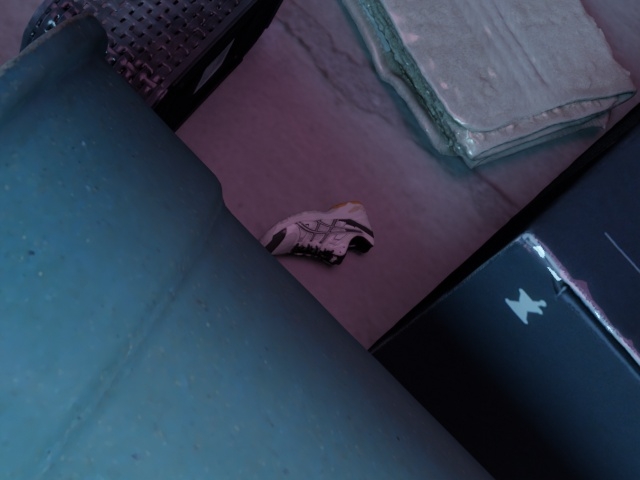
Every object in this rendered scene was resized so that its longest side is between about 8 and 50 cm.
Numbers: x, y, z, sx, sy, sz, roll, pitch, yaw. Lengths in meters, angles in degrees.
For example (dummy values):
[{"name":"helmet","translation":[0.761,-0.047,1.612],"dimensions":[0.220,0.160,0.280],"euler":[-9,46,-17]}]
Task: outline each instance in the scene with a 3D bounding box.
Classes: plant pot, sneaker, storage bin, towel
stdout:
[{"name":"plant pot","translation":[-0.077,0.146,0.461],"dimensions":[0.334,0.341,0.341],"euler":[40,57,-11]},{"name":"sneaker","translation":[0.000,0.000,0.715],"dimensions":[0.083,0.032,0.037],"euler":[-16,73,-28]},{"name":"storage bin","translation":[-0.098,-0.130,0.681],"dimensions":[0.084,0.122,0.180],"euler":[39,58,-1]},{"name":"towel","translation":[0.107,-0.193,0.845],"dimensions":[0.187,0.049,0.282],"euler":[-18,74,-30]}]

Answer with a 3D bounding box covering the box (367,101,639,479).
[{"name":"box","translation":[0.282,0.043,0.710],"dimensions":[0.395,0.212,0.293],"euler":[-38,85,-33]}]
